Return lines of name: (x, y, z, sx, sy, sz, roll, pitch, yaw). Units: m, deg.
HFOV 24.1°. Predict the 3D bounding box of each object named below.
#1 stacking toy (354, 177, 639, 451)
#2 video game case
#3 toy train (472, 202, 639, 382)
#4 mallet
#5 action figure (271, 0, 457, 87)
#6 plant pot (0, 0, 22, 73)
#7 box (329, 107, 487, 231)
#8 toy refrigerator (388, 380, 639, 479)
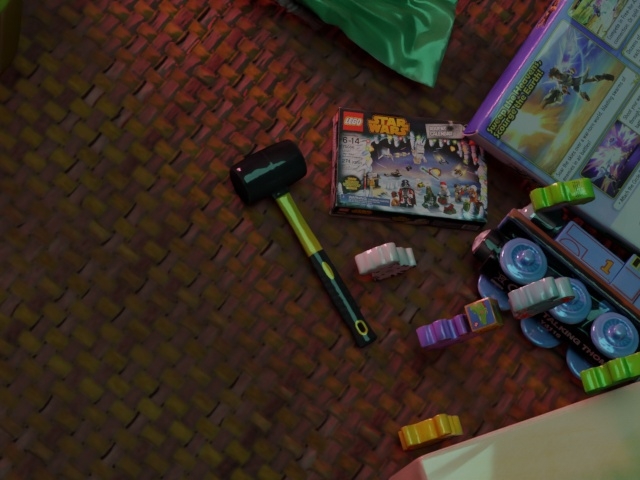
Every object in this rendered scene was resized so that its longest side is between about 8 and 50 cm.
stacking toy: (0.143, 0.061, 1.207, 0.221, 0.052, 0.167, -21, 73, 22)
video game case: (0.299, -0.133, 1.302, 0.244, 0.061, 0.269, 35, 88, -8)
toy train: (0.217, 0.041, 1.279, 0.184, 0.080, 0.105, 40, 59, 6)
mallet: (0.000, 0.000, 1.266, 0.062, 0.039, 0.190, -36, 86, -18)
action figure: (0.008, -0.232, 1.329, 0.232, 0.063, 0.137, 19, 70, -10)
plant pot: (-0.340, -0.242, 1.173, 0.227, 0.228, 0.207, -4, 80, -14)
box: (0.078, -0.062, 1.306, 0.137, 0.027, 0.094, 5, 69, -11)
toy refrigerator: (0.202, 0.186, 1.210, 0.269, 0.102, 0.094, -15, 76, -18)
